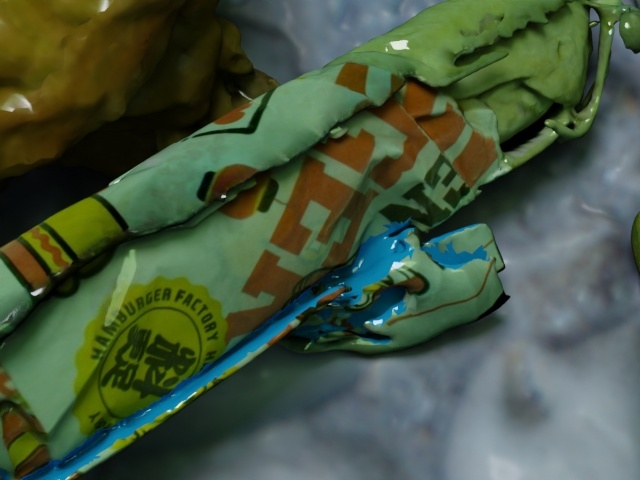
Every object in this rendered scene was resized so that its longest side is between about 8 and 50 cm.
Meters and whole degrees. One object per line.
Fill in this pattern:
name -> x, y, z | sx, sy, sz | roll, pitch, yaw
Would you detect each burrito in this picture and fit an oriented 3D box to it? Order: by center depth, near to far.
burrito -> 0.000, 0.000, 0.467 | 0.288, 0.054, 0.104 | -33, 117, -26

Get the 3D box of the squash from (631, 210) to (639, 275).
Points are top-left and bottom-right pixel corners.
squash -> 0.127, 0.024, 0.494 | 0.027, 0.027, 0.083 | -13, 70, -7

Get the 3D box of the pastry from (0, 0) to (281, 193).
pastry -> -0.142, -0.113, 0.443 | 0.240, 0.132, 0.235 | -10, 97, 6

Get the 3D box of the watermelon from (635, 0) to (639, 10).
watermelon -> 0.190, -0.147, 0.465 | 0.213, 0.201, 0.262 | -20, 62, 5
